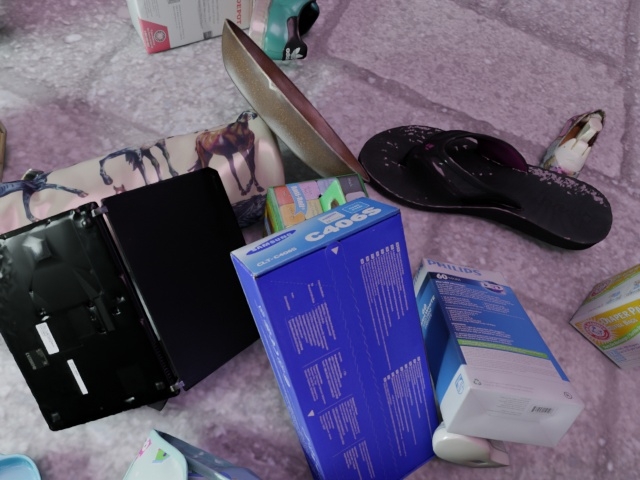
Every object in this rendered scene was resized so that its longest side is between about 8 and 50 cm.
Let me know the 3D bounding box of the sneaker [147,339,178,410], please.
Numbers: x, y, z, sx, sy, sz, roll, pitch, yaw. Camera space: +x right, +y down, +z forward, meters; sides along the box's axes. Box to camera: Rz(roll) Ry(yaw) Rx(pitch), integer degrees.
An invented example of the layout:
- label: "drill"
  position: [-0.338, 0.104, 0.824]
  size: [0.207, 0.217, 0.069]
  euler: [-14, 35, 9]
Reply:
- label: "sneaker"
  position: [-0.226, 0.155, 0.589]
  size: [0.089, 0.051, 0.170]
  euler: [22, 67, -5]

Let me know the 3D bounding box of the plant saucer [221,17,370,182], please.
- label: "plant saucer"
  position: [-0.042, -0.194, 0.679]
  size: [0.050, 0.310, 0.310]
  euler: [-41, 75, 15]

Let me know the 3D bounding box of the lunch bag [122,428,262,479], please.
- label: "lunch bag"
  position: [-0.133, 0.350, 0.463]
  size: [0.262, 0.160, 0.223]
  euler: [18, 67, 17]

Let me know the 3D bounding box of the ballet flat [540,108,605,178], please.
- label: "ballet flat"
  position: [0.489, -0.180, 0.855]
  size: [0.077, 0.079, 0.221]
  euler: [37, 65, 4]

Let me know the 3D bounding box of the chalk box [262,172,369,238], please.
- label: "chalk box"
  position: [0.000, 0.000, 0.609]
  size: [0.132, 0.213, 0.132]
  euler: [-11, 67, -14]

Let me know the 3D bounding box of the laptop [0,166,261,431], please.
- label: "laptop"
  position: [-0.224, 0.064, 0.543]
  size: [0.264, 0.136, 0.234]
  euler: [-19, 100, 7]

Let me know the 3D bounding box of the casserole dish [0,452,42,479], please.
- label: "casserole dish"
  position: [-0.357, 0.333, 0.493]
  size: [0.114, 0.037, 0.188]
  euler: [-18, 71, -18]

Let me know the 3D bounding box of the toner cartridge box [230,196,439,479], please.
- label: "toner cartridge box"
  position: [0.035, 0.142, 0.512]
  size: [0.165, 0.075, 0.348]
  euler: [-24, 116, -21]

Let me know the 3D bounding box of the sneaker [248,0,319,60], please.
- label: "sneaker"
  position: [-0.058, -0.478, 0.879]
  size: [0.121, 0.108, 0.302]
  euler: [11, 73, -6]

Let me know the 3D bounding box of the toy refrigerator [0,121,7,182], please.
- label: "toy refrigerator"
  position: [-0.507, -0.072, 0.612]
  size: [0.094, 0.102, 0.269]
  euler: [-6, 67, -13]

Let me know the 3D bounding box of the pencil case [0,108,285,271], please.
- label: "pencil case"
  position: [-0.246, -0.062, 0.622]
  size: [0.410, 0.160, 0.183]
  euler: [-21, 78, -18]

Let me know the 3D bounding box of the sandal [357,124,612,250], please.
- label: "sandal"
  position: [0.289, -0.117, 0.766]
  size: [0.445, 0.107, 0.167]
  euler: [16, 65, 3]

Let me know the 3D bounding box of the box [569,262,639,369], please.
- label: "box"
  position: [0.499, 0.101, 0.661]
  size: [0.114, 0.203, 0.103]
  euler: [44, 65, 12]

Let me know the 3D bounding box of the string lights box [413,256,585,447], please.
- label: "string lights box"
  position: [0.210, 0.129, 0.592]
  size: [0.133, 0.077, 0.260]
  euler: [11, 29, -5]

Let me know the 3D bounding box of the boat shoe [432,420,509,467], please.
- label: "boat shoe"
  position: [0.196, 0.249, 0.574]
  size: [0.184, 0.066, 0.063]
  euler: [34, 42, -38]

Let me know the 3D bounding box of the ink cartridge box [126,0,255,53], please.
- label: "ink cartridge box"
  position: [-0.232, -0.450, 0.800]
  size: [0.218, 0.158, 0.092]
  euler: [-23, 72, -20]
